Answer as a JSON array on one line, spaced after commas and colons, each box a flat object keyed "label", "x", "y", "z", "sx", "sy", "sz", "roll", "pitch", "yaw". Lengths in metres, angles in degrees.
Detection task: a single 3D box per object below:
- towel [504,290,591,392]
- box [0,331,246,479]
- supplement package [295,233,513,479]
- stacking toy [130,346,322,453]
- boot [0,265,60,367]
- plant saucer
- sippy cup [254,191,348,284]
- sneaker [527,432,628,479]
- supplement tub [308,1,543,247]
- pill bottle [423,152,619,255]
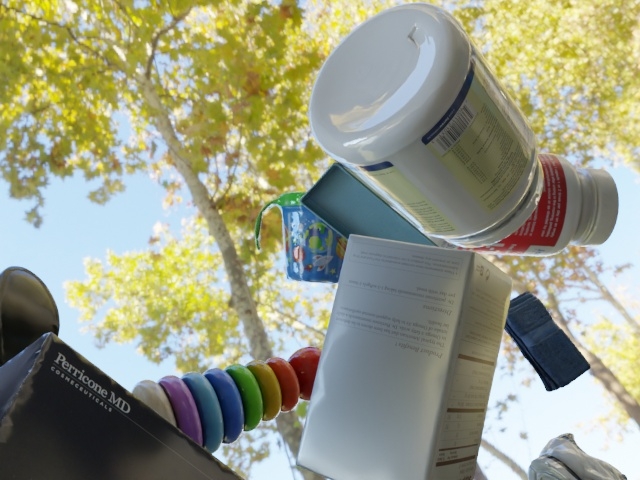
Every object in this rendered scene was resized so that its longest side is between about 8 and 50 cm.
[{"label": "towel", "x": 0.268, "y": 0.121, "z": 0.736, "sx": 0.067, "sy": 0.119, "sz": 0.029, "roll": -20, "pitch": -28, "yaw": -27}, {"label": "box", "x": -0.213, "y": 0.320, "z": 0.527, "sx": 0.178, "sy": 0.313, "sz": 0.343, "roll": -34, "pitch": -65, "yaw": 18}, {"label": "supplement package", "x": 0.069, "y": 0.098, "z": 0.465, "sx": 0.105, "sy": 0.180, "sz": 0.105, "roll": 10, "pitch": -8, "yaw": 33}, {"label": "stacking toy", "x": -0.114, "y": 0.245, "z": 0.938, "sx": 0.330, "sy": 0.141, "sz": 0.141, "roll": -11, "pitch": -36, "yaw": -32}, {"label": "boot", "x": -0.439, "y": 0.181, "z": 0.752, "sx": 0.228, "sy": 0.263, "sz": 0.091, "roll": -21, "pitch": -25, "yaw": 22}, {"label": "plant saucer", "x": 0.070, "y": -0.009, "z": 0.681, "sx": 0.192, "sy": 0.018, "sz": 0.067, "roll": 39, "pitch": -59, "yaw": -11}, {"label": "sippy cup", "x": 0.000, "y": 0.000, "z": 1.576, "sx": 0.305, "sy": 0.224, "sz": 0.240, "roll": 1, "pitch": -4, "yaw": 33}, {"label": "sneaker", "x": 0.395, "y": 0.358, "z": 0.802, "sx": 0.094, "sy": 0.235, "sz": 0.090, "roll": -23, "pitch": -35, "yaw": -38}, {"label": "supplement tub", "x": 0.163, "y": -0.145, "z": 0.866, "sx": 0.235, "sy": 0.236, "sz": 0.324, "roll": -37, "pitch": -44, "yaw": 19}, {"label": "pill bottle", "x": 0.411, "y": -0.082, "z": 1.323, "sx": 0.407, "sy": 0.229, "sz": 0.229, "roll": 3, "pitch": -39, "yaw": -4}]
